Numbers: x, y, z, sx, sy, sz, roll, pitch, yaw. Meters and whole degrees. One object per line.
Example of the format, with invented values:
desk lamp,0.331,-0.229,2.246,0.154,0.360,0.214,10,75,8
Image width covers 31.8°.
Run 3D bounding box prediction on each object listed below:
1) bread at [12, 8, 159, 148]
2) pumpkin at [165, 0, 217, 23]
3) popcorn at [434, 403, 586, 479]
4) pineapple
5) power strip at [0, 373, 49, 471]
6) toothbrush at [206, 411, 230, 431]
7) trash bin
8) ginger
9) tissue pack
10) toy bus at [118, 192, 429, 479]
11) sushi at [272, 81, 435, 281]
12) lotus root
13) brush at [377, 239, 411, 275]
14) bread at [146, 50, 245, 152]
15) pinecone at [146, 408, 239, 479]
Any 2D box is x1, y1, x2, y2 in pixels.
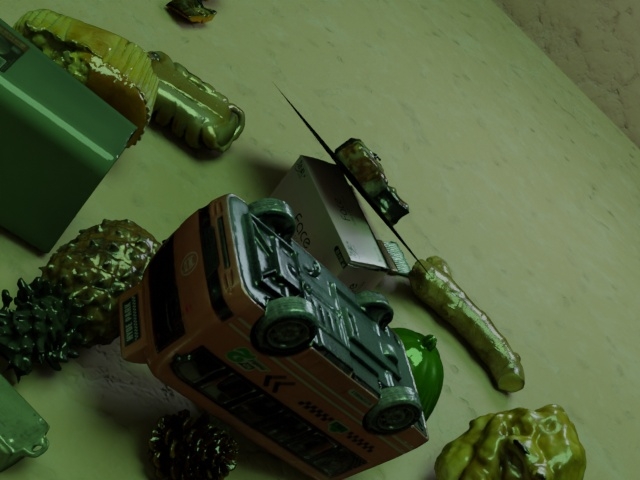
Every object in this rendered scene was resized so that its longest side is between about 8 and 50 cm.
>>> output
bread,-0.375,-0.241,1.725,0.250,0.179,0.133,30,37,-17
pumpkin,-0.261,-0.459,2.258,0.073,0.035,0.101,40,33,21
popcorn,0.278,0.344,1.677,0.190,0.191,0.253,38,37,23
pineapple,-0.314,0.086,1.416,0.158,0.158,0.279,43,41,5
power strip,-0.420,0.158,1.294,0.272,0.052,0.078,45,32,6
toothbrush,-0.195,0.154,1.562,0.019,0.025,0.275,-4,52,-48
trash bin,-0.446,-0.168,1.518,0.343,0.223,0.158,34,32,-13
ginger,0.265,0.150,2.020,0.118,0.065,0.299,-20,68,-49
tissue pack,0.000,0.000,1.850,0.092,0.148,0.246,11,40,-37
toy bus,-0.048,0.139,1.447,0.427,0.233,0.203,42,24,-41
sushi,0.084,-0.122,1.962,0.339,0.069,0.320,49,2,-45
lotus root,0.122,0.199,1.706,0.186,0.186,0.186,27,34,-20
brush,0.076,0.023,2.030,0.218,0.010,0.082,9,44,-39
bread,-0.240,-0.232,1.947,0.225,0.081,0.134,36,37,-10
pinecone,-0.155,0.262,1.400,0.109,0.102,0.102,12,29,14
